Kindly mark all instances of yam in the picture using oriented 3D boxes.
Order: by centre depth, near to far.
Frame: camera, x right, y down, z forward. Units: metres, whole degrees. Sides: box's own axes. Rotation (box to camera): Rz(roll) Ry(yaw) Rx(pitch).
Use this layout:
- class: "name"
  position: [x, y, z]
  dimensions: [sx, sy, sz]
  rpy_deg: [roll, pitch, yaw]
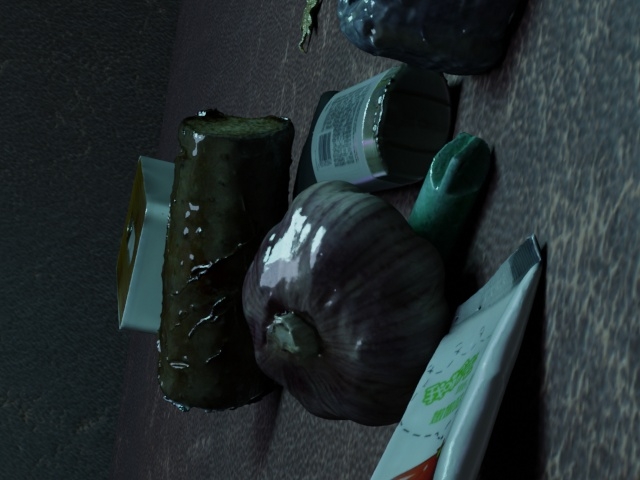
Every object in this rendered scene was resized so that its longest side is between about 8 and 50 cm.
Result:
- class: "yam"
  position: [-0.092, 0.016, 1.515]
  dimensions: [0.131, 0.131, 0.280]
  rpy_deg: [-112, 26, -70]

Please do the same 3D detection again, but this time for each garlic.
- class: "garlic"
  position: [0.014, 0.047, 1.005]
  dimensions: [0.102, 0.147, 0.159]
  rpy_deg: [-29, -54, -49]

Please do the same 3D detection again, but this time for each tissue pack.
- class: "tissue pack"
  position: [-0.167, 0.010, 1.937]
  dimensions: [0.246, 0.136, 0.159]
  rpy_deg: [-118, 40, -71]

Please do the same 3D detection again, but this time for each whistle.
- class: "whistle"
  position: [0.066, 0.010, 1.041]
  dimensions: [0.039, 0.039, 0.186]
  rpy_deg: [-92, 17, -48]

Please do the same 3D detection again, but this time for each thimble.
- class: "thimble"
  position: [0.074, -0.183, 1.033]
  dimensions: [0.150, 0.097, 0.150]
  rpy_deg: [-168, 90, -79]

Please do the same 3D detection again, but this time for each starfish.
- class: "starfish"
  position: [-0.013, -0.250, 1.723]
  dimensions: [0.086, 0.016, 0.092]
  rpy_deg: [-157, 72, -77]

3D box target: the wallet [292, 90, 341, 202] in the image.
- class: "wallet"
  position: [0.000, 0.000, 1.368]
  dimensions: [0.149, 0.044, 0.250]
  rpy_deg: [107, 167, -46]

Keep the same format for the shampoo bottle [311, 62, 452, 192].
- class: "shampoo bottle"
  position: [0.042, -0.081, 1.196]
  dimensions: [0.227, 0.056, 0.086]
  rpy_deg: [173, 106, -78]

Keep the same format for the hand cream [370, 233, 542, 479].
- class: "hand cream"
  position: [0.042, 0.148, 0.832]
  dimensions: [0.121, 0.076, 0.336]
  rpy_deg: [-45, 16, 57]
